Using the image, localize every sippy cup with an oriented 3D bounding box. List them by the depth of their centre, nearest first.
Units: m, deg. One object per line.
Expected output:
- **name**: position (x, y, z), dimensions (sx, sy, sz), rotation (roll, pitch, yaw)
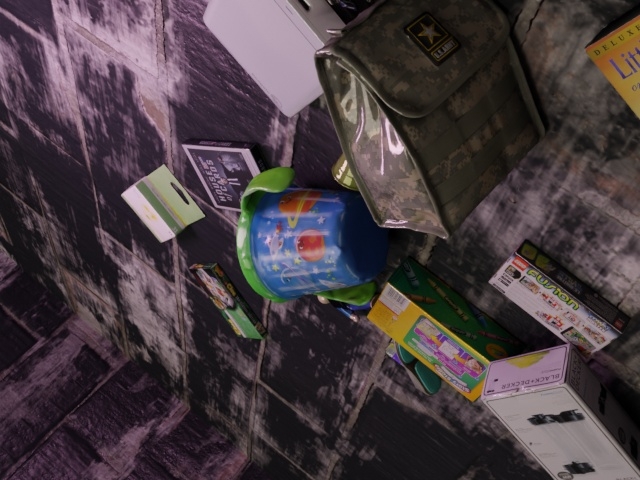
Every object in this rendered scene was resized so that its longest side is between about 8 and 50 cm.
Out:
- **sippy cup**: position (0.000, 0.000, 1.438), dimensions (0.224, 0.305, 0.240), rotation (-2, 83, 39)

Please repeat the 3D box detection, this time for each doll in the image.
- **doll**: position (0.057, 0.126, 1.679), dimensions (0.189, 0.046, 0.129), rotation (-4, 124, 52)

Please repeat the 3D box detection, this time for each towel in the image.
- **towel**: position (0.187, 0.267, 1.732), dimensions (0.083, 0.009, 0.060), rotation (40, 151, 8)

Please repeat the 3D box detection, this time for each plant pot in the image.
- **plant pot**: position (0.069, -0.143, 1.310), dimensions (0.083, 0.083, 0.079), rotation (34, 135, 17)

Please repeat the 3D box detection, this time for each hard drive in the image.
- **hard drive**: position (-0.070, -0.317, 1.172), dimensions (0.233, 0.047, 0.353), rotation (48, 168, -10)

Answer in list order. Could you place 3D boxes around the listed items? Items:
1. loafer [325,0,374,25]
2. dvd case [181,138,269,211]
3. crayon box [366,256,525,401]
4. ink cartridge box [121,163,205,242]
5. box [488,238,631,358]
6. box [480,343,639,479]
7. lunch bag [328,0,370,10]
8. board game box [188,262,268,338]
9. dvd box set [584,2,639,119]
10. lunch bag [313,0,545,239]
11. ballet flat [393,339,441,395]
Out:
- **loafer**: position (-0.023, -0.377, 1.098), dimensions (0.109, 0.095, 0.303), rotation (-12, 118, 54)
- **dvd case**: position (-0.188, -0.138, 1.666), dimensions (0.238, 0.029, 0.179), rotation (10, 135, 44)
- **crayon box**: position (0.236, 0.176, 1.486), dimensions (0.278, 0.081, 0.165), rotation (38, 150, 10)
- **ink cartridge box**: position (-0.410, -0.090, 1.973), dimensions (0.171, 0.056, 0.235), rotation (52, 151, -13)
- **box**: position (0.388, 0.098, 1.250), dimensions (0.207, 0.036, 0.114), rotation (39, 150, 9)
- **box**: position (0.434, 0.317, 1.336), dimensions (0.169, 0.087, 0.290), rotation (-24, 119, 41)
- **lunch bag**: position (-0.004, -0.448, 0.895), dimensions (0.305, 0.212, 0.256), rotation (47, 167, -4)
- **board game box**: position (-0.258, 0.171, 2.137), dimensions (0.136, 0.030, 0.260), rotation (-5, 124, 50)
- **dvd box set**: position (0.521, -0.121, 0.791), dimensions (0.420, 0.062, 0.307), rotation (48, 150, -7)
- **lunch bag**: position (0.139, -0.190, 0.995), dimensions (0.168, 0.235, 0.287), rotation (12, 138, 51)
- **ballet flat**: position (0.194, 0.248, 1.643), dimensions (0.068, 0.072, 0.213), rotation (16, 140, 56)
